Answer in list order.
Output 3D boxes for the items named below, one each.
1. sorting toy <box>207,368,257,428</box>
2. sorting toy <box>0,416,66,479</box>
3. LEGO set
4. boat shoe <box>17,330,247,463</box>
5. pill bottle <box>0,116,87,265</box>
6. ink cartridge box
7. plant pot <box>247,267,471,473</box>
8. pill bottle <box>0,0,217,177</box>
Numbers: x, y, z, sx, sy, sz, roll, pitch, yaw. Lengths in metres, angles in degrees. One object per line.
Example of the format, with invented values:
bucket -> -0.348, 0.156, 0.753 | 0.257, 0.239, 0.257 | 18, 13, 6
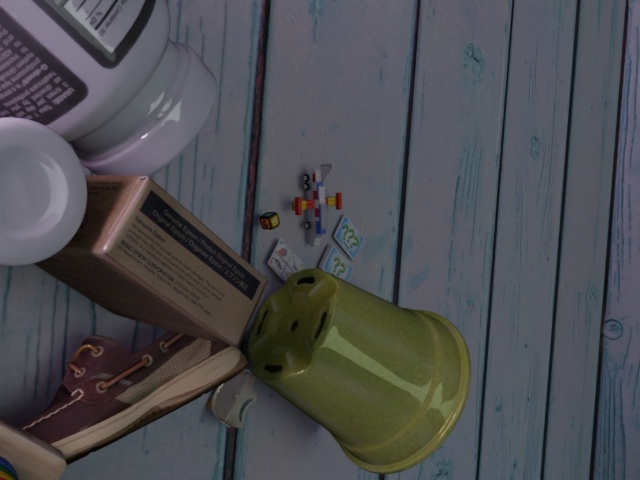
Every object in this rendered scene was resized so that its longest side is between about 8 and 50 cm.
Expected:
sorting toy -> -0.121, 0.237, 1.000 | 0.083, 0.045, 0.075 | -62, 141, -25
sorting toy -> -0.389, 0.246, 0.570 | 0.257, 0.089, 0.255 | 44, 76, -30
LEGO set -> 0.000, 0.000, 1.105 | 0.244, 0.060, 0.182 | 51, 55, -41
boat shoe -> -0.250, 0.170, 0.806 | 0.342, 0.123, 0.123 | -22, 80, -35
pill bottle -> -0.315, -0.044, 0.613 | 0.121, 0.216, 0.121 | -7, 99, -48
ink cartridge box -> -0.204, 0.018, 0.732 | 0.193, 0.235, 0.088 | 45, 61, -42
plant pot -> 0.040, 0.176, 1.039 | 0.254, 0.276, 0.276 | 36, 66, -32
pill bottle -> -0.278, -0.222, 0.648 | 0.363, 0.210, 0.210 | 46, 60, -42
